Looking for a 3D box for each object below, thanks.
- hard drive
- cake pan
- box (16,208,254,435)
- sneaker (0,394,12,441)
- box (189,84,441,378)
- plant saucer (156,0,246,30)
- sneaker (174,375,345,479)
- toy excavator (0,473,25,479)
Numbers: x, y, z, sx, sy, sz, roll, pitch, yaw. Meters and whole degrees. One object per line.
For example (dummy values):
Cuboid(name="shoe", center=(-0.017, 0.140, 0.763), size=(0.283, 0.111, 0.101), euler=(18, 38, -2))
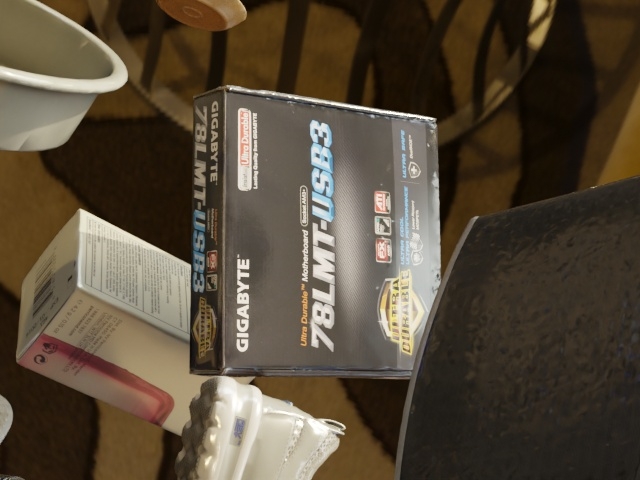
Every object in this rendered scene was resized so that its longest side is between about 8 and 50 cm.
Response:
Cuboid(name="hard drive", center=(0.123, 0.069, 0.744), size=(0.172, 0.054, 0.254), euler=(-15, 39, 32))
Cuboid(name="cake pan", center=(-0.262, -0.132, 0.870), size=(0.293, 0.293, 0.054), euler=(25, 104, 3))
Cuboid(name="box", center=(-0.202, 0.095, 1.590), size=(0.232, 0.127, 0.148), euler=(29, 28, -26))
Cuboid(name="sneaker", center=(-0.426, 0.255, 1.458), size=(0.102, 0.161, 0.282), euler=(34, 31, 7))
Cuboid(name="box", center=(0.000, 0.000, 1.537), size=(0.293, 0.073, 0.295), euler=(6, 81, -39))
Cuboid(name="plant saucer", center=(-0.101, -0.189, 1.159), size=(0.083, 0.083, 0.015), euler=(19, 75, 1))
Cuboid(name="sneaker", center=(-0.051, 0.238, 0.959), size=(0.115, 0.105, 0.281), euler=(13, 89, -15))
Cuboid(name="toy excavator", center=(-0.281, 0.473, 1.668), size=(0.222, 0.433, 0.445), euler=(3, 113, 14))
